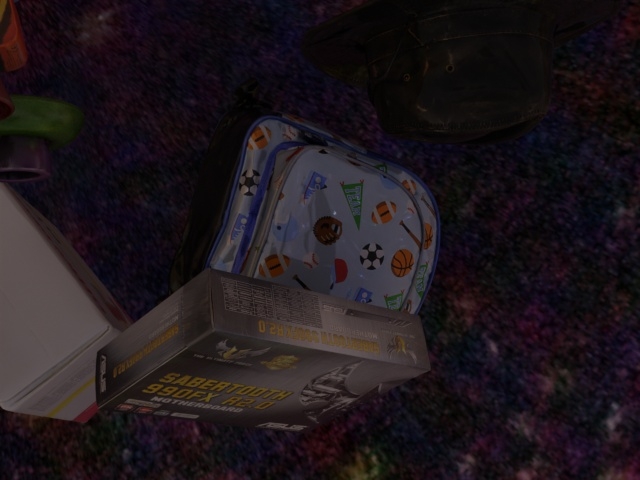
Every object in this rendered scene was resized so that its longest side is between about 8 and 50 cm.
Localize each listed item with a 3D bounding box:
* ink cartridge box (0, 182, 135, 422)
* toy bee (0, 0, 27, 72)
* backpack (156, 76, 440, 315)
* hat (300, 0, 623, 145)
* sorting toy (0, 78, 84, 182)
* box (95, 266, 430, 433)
[{"bbox_3d":[-0.380,0.084,1.292,0.160,0.384,0.279,-39,82,-8],"label":"ink cartridge box"},{"bbox_3d":[-0.421,-0.323,1.123,0.162,0.298,0.195,-6,137,-5],"label":"toy bee"},{"bbox_3d":[0.000,0.000,1.043,0.263,0.213,0.276,16,98,-33],"label":"backpack"},{"bbox_3d":[0.148,-0.165,0.998,0.331,0.331,0.134,-1,79,-22],"label":"hat"},{"bbox_3d":[-0.122,-0.030,0.332,0.061,0.102,0.042,-6,83,11],"label":"sorting toy"},{"bbox_3d":[-0.049,0.105,0.843,0.231,0.056,0.183,15,145,-37],"label":"box"}]
